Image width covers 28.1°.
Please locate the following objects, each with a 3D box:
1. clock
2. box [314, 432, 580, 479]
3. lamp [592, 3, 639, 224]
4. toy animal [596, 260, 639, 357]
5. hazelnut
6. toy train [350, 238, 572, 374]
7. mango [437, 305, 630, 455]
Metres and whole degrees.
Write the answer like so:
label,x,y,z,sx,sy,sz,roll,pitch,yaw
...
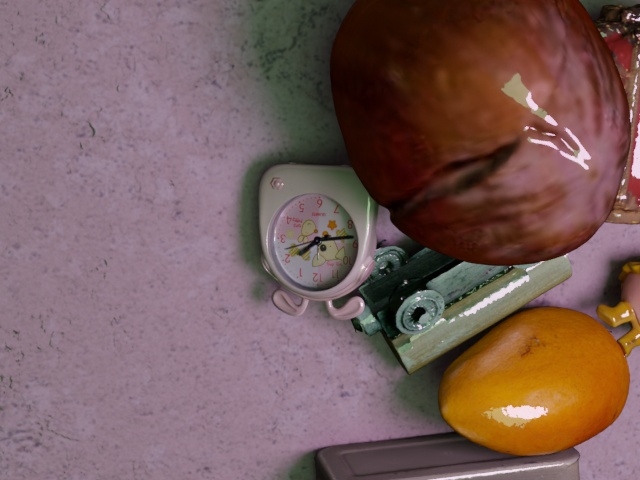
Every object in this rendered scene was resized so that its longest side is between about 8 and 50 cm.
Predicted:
label,x,y,z,sx,sy,sz,roll,pitch,yaw
clock,0.000,0.000,1.566,0.151,0.062,0.191,5,97,21
box,0.171,0.439,1.679,0.352,0.177,0.343,-4,102,-10
lamp,0.381,-0.157,1.599,0.177,0.177,0.274,3,104,-12
toy animal,0.475,0.066,1.674,0.230,0.156,0.156,-32,107,-7
hazelnut,0.183,-0.148,1.416,0.315,0.372,0.372,-42,107,-6
toy train,0.188,0.058,1.613,0.307,0.126,0.189,-31,122,-4
mango,0.266,0.189,1.622,0.257,0.138,0.187,-26,79,-34
